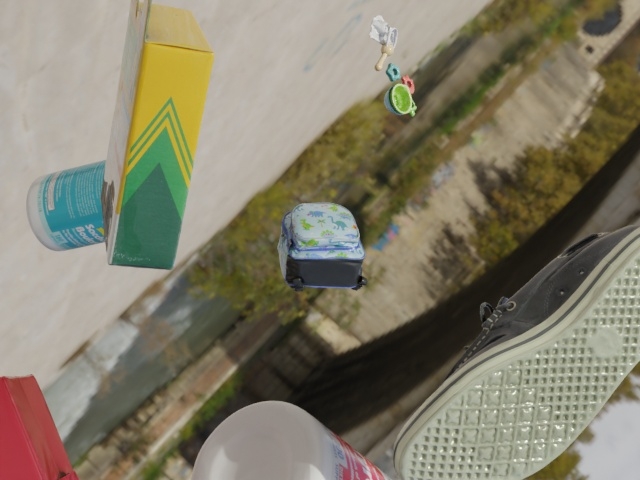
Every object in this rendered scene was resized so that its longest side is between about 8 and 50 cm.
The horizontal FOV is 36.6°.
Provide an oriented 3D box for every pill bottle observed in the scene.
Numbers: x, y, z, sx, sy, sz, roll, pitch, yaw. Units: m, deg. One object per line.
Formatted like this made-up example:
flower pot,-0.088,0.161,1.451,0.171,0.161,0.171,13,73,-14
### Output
pill bottle,-0.001,0.427,1.502,0.229,0.229,0.407,-47,136,-4
pill bottle,-0.382,-0.072,1.741,0.264,0.146,0.146,-11,-170,20

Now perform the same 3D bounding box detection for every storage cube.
storage cube,-0.433,0.293,1.236,0.215,0.193,0.183,-24,176,-7

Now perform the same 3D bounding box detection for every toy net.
toy net,0.171,-0.393,2.160,0.122,0.232,0.045,-9,179,-44

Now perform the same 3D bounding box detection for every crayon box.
crayon box,-0.198,-0.153,1.163,0.203,0.083,0.322,-118,-142,-60

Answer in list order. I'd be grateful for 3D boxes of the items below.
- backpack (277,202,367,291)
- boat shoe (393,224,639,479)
backpack,0.000,0.000,1.210,0.114,0.105,0.084,-110,-156,-56
boat shoe,0.295,0.159,1.319,0.500,0.186,0.156,-42,-160,-8
